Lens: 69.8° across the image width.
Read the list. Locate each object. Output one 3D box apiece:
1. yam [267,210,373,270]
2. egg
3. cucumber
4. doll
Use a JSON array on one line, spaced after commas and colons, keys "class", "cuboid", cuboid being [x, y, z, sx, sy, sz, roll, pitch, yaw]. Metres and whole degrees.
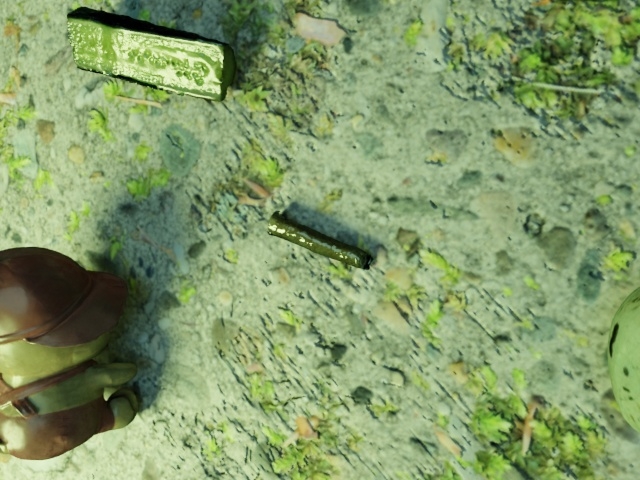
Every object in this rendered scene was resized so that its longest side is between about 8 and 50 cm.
[{"class": "yam", "cuboid": [0.000, 0.000, 0.536, 0.130, 0.027, 0.033, 20, 97, 13]}, {"class": "egg", "cuboid": [0.321, 0.106, 0.399, 0.132, 0.131, 0.164, 17, 101, 14]}, {"class": "cucumber", "cuboid": [-0.204, -0.235, 0.574, 0.212, 0.062, 0.077, 14, 129, 9]}, {"class": "doll", "cuboid": [-0.330, 0.130, 0.565, 0.197, 0.152, 0.255, -8, 106, -16]}]
